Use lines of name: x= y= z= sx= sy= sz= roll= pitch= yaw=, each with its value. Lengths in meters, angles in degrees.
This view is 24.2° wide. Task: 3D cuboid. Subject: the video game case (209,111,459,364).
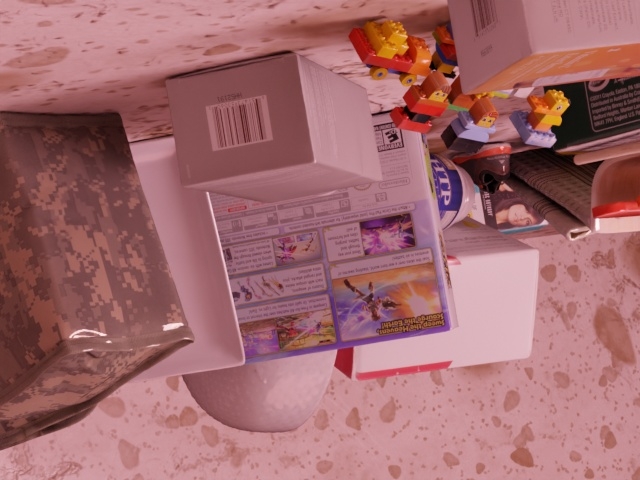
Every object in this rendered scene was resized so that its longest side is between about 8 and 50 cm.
video game case: x=0.000 y=0.000 z=1.652 sx=0.269 sy=0.244 sz=0.061 roll=-10 pitch=177 yaw=13

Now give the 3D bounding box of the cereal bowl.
cereal bowl: x=-0.106 y=0.073 z=1.850 sx=0.141 sy=0.339 sz=0.339 roll=1 pitch=171 yaw=-25

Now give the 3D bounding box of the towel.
towel: x=0.430 y=-0.078 z=2.014 sx=0.312 sy=0.056 sz=0.324 roll=-10 pitch=-161 yaw=-13

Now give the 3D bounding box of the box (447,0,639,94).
box: x=0.188 y=-0.162 z=1.009 sx=0.170 sy=0.091 sz=0.130 roll=-8 pitch=175 yaw=-14

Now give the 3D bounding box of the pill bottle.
pill bottle: x=0.126 y=-0.062 z=1.965 sx=0.112 sy=0.112 sz=0.186 roll=-12 pitch=175 yaw=31

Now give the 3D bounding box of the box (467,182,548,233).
box: x=0.230 y=-0.051 z=2.368 sx=0.244 sy=0.100 sz=0.060 roll=-9 pitch=175 yaw=-7

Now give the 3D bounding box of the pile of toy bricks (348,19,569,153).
pile of toy bricks: x=0.138 y=-0.144 z=1.186 sx=0.212 sy=0.118 sz=0.105 roll=6 pitch=135 yaw=-38

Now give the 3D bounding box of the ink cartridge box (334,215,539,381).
ink cartridge box: x=0.082 y=0.045 z=2.095 sx=0.279 sy=0.160 sz=0.384 roll=-6 pitch=-162 yaw=-26

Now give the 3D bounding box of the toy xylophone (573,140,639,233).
toy xylophone: x=0.409 y=-0.072 z=1.570 sx=0.236 sy=0.081 sz=0.322 roll=-5 pitch=173 yaw=-35

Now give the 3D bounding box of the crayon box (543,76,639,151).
crayon box: x=0.415 y=-0.155 z=1.592 sx=0.323 sy=0.083 sz=0.203 roll=-3 pitch=173 yaw=-45

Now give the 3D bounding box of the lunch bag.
lunch bag: x=-0.279 y=0.049 z=1.391 sx=0.169 sy=0.235 sz=0.287 roll=-3 pitch=157 yaw=-46

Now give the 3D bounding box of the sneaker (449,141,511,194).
sneaker: x=0.221 y=-0.092 z=2.068 sx=0.061 sy=0.065 sz=0.158 roll=-8 pitch=175 yaw=-12

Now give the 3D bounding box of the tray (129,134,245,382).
tray: x=-0.175 y=0.019 z=1.602 sx=0.145 sy=0.270 sz=0.030 roll=-10 pitch=-160 yaw=5

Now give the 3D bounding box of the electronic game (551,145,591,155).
electronic game: x=0.416 y=-0.142 z=1.954 sx=0.229 sy=0.048 sz=0.229 roll=-9 pitch=175 yaw=-1

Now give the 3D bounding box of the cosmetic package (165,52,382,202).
cosmetic package: x=-0.035 y=-0.095 z=1.344 sx=0.127 sy=0.107 sz=0.238 roll=-10 pitch=178 yaw=14
